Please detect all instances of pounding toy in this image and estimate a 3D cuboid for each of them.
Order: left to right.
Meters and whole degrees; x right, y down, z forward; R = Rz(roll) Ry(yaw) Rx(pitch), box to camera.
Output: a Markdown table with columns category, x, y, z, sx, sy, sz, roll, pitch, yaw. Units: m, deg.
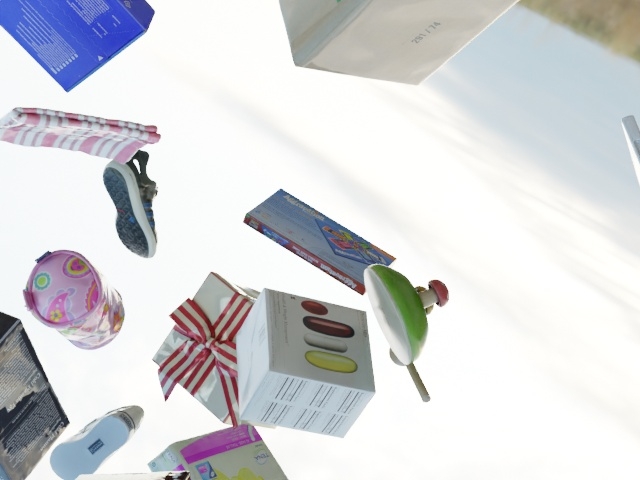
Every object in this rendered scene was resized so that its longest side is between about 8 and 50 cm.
| category | x | y | z | sx | sy | sz | roll | pitch | yaw |
| --- | --- | --- | --- | --- | --- | --- | --- | --- | --- |
| pounding toy | 0.169 | 0.133 | 2.195 | 0.110 | 0.237 | 0.183 | -23 | -152 | -10 |

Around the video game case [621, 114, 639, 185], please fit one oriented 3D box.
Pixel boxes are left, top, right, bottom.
| category | x | y | z | sx | sy | sz | roll | pitch | yaw |
| --- | --- | --- | --- | --- | --- | --- | --- | --- | --- |
| video game case | 0.509 | -0.065 | 1.916 | 0.201 | 0.023 | 0.183 | 54 | -161 | -54 |

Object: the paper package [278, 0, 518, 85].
| category | x | y | z | sx | sy | sz | roll | pitch | yaw |
| --- | --- | --- | --- | --- | --- | --- | --- | --- | --- |
| paper package | 0.137 | -0.420 | 2.116 | 0.309 | 0.325 | 0.168 | 1 | -118 | -41 |

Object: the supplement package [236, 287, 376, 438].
| category | x | y | z | sx | sy | sz | roll | pitch | yaw |
| --- | --- | --- | --- | --- | --- | --- | --- | --- | --- |
| supplement package | -0.029 | 0.218 | 2.243 | 0.203 | 0.149 | 0.194 | 14 | -137 | -20 |

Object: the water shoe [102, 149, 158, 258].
| category | x | y | z | sx | sy | sz | roll | pitch | yaw |
| --- | --- | --- | --- | --- | --- | --- | --- | --- | --- |
| water shoe | -0.275 | -0.056 | 1.953 | 0.073 | 0.203 | 0.080 | 24 | -126 | 25 |

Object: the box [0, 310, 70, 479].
| category | x | y | z | sx | sy | sz | roll | pitch | yaw |
| --- | --- | --- | --- | --- | --- | --- | --- | --- | --- |
| box | -0.684 | 0.257 | 2.342 | 0.343 | 0.312 | 0.179 | 17 | -128 | 27 |

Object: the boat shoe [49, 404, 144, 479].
| category | x | y | z | sx | sy | sz | roll | pitch | yaw |
| --- | --- | --- | --- | --- | --- | --- | --- | --- | --- |
| boat shoe | -0.467 | 0.420 | 2.658 | 0.096 | 0.267 | 0.088 | 50 | -146 | 3 |

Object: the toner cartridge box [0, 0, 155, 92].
| category | x | y | z | sx | sy | sz | roll | pitch | yaw |
| --- | --- | --- | --- | --- | --- | --- | --- | --- | --- |
| toner cartridge box | -0.408 | -0.385 | 1.746 | 0.348 | 0.165 | 0.075 | 47 | -154 | -24 |

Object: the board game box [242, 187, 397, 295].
| category | x | y | z | sx | sy | sz | roll | pitch | yaw |
| --- | --- | --- | --- | --- | --- | --- | --- | --- | --- |
| board game box | 0.000 | 0.000 | 2.481 | 0.281 | 0.027 | 0.145 | 32 | -145 | 14 |

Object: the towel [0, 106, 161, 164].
| category | x | y | z | sx | sy | sz | roll | pitch | yaw |
| --- | --- | --- | --- | --- | --- | --- | --- | --- | --- |
| towel | -0.320 | -0.136 | 1.638 | 0.197 | 0.029 | 0.144 | 7 | 170 | -25 |

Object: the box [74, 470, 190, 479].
| category | x | y | z | sx | sy | sz | roll | pitch | yaw |
| --- | --- | --- | --- | --- | --- | --- | --- | --- | --- |
| box | -0.329 | 0.496 | 2.157 | 0.203 | 0.168 | 0.167 | -3 | -177 | 2 |

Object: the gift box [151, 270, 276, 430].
| category | x | y | z | sx | sy | sz | roll | pitch | yaw |
| --- | --- | --- | --- | --- | --- | --- | --- | --- | --- |
| gift box | -0.168 | 0.248 | 2.569 | 0.255 | 0.276 | 0.258 | 31 | -178 | 29 |

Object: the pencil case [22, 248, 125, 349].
| category | x | y | z | sx | sy | sz | roll | pitch | yaw |
| --- | --- | --- | --- | --- | --- | --- | --- | --- | --- |
| pencil case | -0.375 | 0.095 | 1.942 | 0.124 | 0.124 | 0.284 | 29 | 170 | 5 |

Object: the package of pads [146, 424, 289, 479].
| category | x | y | z | sx | sy | sz | roll | pitch | yaw |
| --- | --- | --- | --- | --- | --- | --- | --- | --- | --- |
| package of pads | -0.182 | 0.498 | 2.549 | 0.229 | 0.101 | 0.296 | 55 | -153 | 16 |
